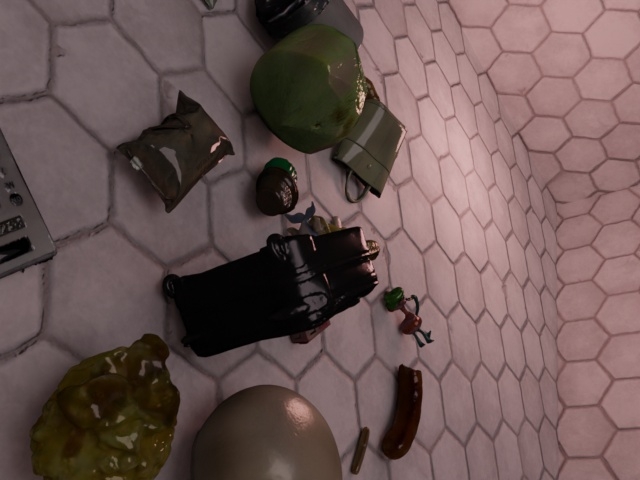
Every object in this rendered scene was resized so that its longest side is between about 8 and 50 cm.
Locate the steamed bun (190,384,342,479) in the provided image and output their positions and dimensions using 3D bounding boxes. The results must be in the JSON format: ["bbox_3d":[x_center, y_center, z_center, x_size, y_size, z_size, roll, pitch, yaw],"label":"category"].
[{"bbox_3d":[-0.084,0.430,1.199,0.324,0.206,0.324,51,23,-32],"label":"steamed bun"}]

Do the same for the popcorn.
[{"bbox_3d":[-0.316,0.265,0.965,0.237,0.205,0.252,162,-47,-88],"label":"popcorn"}]

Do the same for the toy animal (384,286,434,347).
[{"bbox_3d":[0.279,0.230,1.941,0.103,0.100,0.208,-39,99,-13],"label":"toy animal"}]

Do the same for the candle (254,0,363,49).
[{"bbox_3d":[-0.012,-0.590,1.752,0.342,0.221,0.221,41,46,-44],"label":"candle"}]

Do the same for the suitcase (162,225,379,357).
[{"bbox_3d":[-0.086,0.091,1.262,0.339,0.345,0.188,-16,86,-56],"label":"suitcase"}]

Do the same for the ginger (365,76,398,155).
[{"bbox_3d":[0.185,-0.406,2.089,0.118,0.065,0.299,-28,101,-60],"label":"ginger"}]

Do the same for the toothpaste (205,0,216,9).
[{"bbox_3d":[-0.255,-0.671,1.595,0.064,0.041,0.218,53,43,-38],"label":"toothpaste"}]

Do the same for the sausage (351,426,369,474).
[{"bbox_3d":[0.106,0.545,1.637,0.024,0.024,0.132,53,41,-28],"label":"sausage"}]

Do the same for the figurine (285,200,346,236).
[{"bbox_3d":[0.000,0.000,1.617,0.209,0.128,0.184,62,34,-11],"label":"figurine"}]

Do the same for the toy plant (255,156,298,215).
[{"bbox_3d":[-0.099,-0.127,1.547,0.200,0.105,0.143,-63,139,-60],"label":"toy plant"}]

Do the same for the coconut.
[{"bbox_3d":[-0.026,-0.370,1.579,0.328,0.281,0.328,-59,168,-21],"label":"coconut"}]

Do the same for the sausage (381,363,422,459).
[{"bbox_3d":[0.243,0.495,1.806,0.103,0.076,0.302,44,43,-26],"label":"sausage"}]

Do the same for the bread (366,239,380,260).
[{"bbox_3d":[0.136,0.032,1.852,0.110,0.060,0.066,-15,105,-55],"label":"bread"}]

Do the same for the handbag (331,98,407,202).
[{"bbox_3d":[0.137,-0.260,1.943,0.241,0.109,0.315,34,77,-40],"label":"handbag"}]

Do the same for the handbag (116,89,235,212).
[{"bbox_3d":[-0.291,-0.191,1.290,0.182,0.117,0.270,52,40,-16],"label":"handbag"}]

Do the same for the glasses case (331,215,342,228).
[{"bbox_3d":[0.047,-0.029,1.781,0.032,0.021,0.083,20,61,-49],"label":"glasses case"}]

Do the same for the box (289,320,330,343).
[{"bbox_3d":[-0.044,0.164,1.545,0.111,0.060,0.156,-27,99,-54],"label":"box"}]

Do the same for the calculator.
[{"bbox_3d":[-0.527,-0.065,0.980,0.161,0.021,0.262,-36,107,-54],"label":"calculator"}]
